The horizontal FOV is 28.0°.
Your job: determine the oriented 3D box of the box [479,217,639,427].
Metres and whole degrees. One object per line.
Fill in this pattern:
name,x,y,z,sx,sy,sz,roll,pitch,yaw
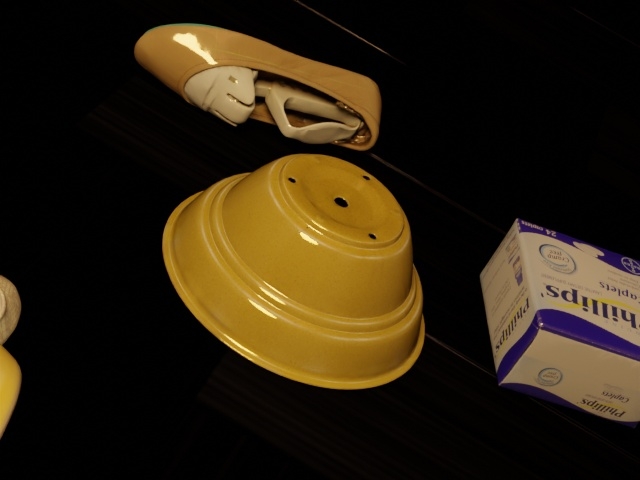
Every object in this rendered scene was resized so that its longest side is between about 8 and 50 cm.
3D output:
box,0.204,0.065,1.031,0.126,0.072,0.137,18,36,-15

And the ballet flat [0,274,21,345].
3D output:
ballet flat,-0.223,0.053,0.751,0.057,0.052,0.168,32,34,4

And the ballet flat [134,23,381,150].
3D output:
ballet flat,-0.046,-0.128,1.099,0.232,0.080,0.073,9,54,-25

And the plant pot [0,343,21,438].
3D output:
plant pot,-0.274,0.058,0.558,0.239,0.254,0.254,36,32,-16

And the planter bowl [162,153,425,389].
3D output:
planter bowl,0.000,0.000,0.950,0.217,0.090,0.217,20,35,-15
